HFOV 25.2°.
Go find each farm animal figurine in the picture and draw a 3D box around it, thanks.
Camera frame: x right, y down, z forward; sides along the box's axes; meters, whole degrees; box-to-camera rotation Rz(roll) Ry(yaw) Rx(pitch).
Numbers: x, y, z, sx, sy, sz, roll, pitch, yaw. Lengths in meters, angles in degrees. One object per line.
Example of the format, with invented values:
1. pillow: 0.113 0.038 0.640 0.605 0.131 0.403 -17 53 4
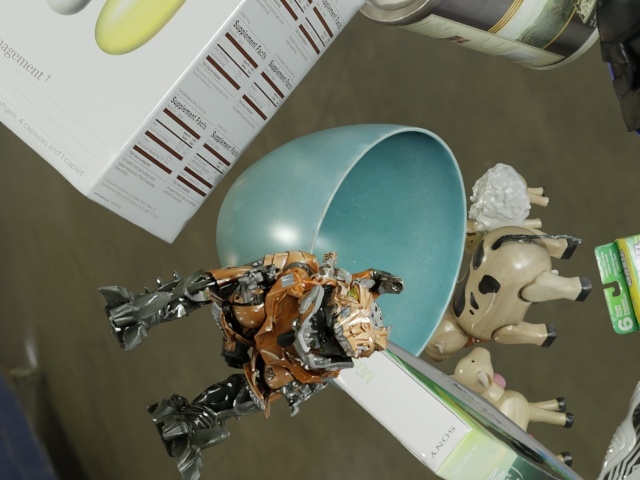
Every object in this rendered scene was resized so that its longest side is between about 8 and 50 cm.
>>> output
1. farm animal figurine: 0.206 0.111 1.769 0.330 0.172 0.327 -112 33 -53

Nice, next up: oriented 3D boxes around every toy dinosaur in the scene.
1. toy dinosaur: -0.044 0.078 1.153 0.164 0.218 0.322 63 168 11

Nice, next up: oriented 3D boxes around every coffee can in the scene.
1. coffee can: 0.193 -0.328 1.710 0.201 0.275 0.202 -11 75 47

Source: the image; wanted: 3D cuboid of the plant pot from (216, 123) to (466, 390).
1. plant pot: 0.000 0.000 1.578 0.195 0.290 0.290 17 124 35

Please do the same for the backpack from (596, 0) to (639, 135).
1. backpack: 0.430 -0.217 1.497 0.263 0.213 0.277 -14 81 47

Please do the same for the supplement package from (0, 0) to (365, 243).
1. supplement package: -0.119 -0.145 0.876 0.194 0.203 0.149 39 180 17

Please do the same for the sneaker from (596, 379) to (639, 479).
1. sneaker: 0.426 0.324 1.667 0.210 0.366 0.137 18 167 34

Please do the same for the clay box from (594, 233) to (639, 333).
1. clay box: 0.484 0.041 1.887 0.053 0.222 0.127 156 99 -83

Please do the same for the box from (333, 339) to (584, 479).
1. box: 0.137 0.183 1.378 0.322 0.058 0.232 32 -175 -46
